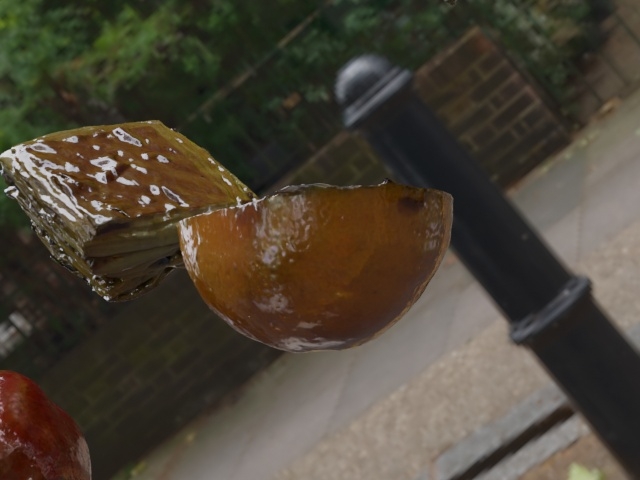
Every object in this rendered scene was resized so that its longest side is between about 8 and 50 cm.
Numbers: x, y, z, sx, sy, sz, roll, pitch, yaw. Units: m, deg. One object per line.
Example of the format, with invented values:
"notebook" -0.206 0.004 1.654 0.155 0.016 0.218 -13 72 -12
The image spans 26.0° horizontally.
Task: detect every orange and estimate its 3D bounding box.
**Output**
"orange" -0.001 0.002 1.527 0.310 0.274 0.274 -46 4 30

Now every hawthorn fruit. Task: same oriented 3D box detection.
"hawthorn fruit" -0.479 0.341 2.038 0.295 0.311 0.295 -10 -23 -4

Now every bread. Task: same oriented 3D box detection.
"bread" -0.277 -0.040 2.009 0.324 0.277 0.167 -13 -47 -41

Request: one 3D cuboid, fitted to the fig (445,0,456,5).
"fig" 0.234 -0.450 1.937 0.160 0.143 0.230 -12 -19 -41
